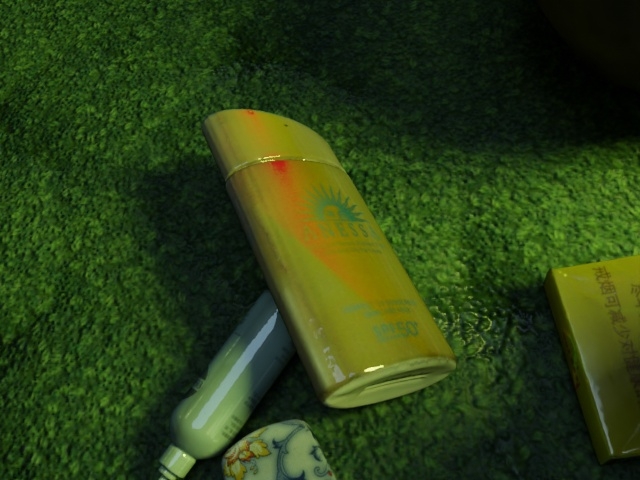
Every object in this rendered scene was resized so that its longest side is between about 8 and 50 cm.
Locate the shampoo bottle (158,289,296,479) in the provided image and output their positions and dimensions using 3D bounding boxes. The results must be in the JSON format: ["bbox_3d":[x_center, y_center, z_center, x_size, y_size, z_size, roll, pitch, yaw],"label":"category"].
[{"bbox_3d":[-0.081,0.132,0.496,0.056,0.056,0.195,28,69,23],"label":"shampoo bottle"}]

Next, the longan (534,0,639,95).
[{"bbox_3d":[0.366,-0.328,0.496,0.436,0.404,0.404,-44,59,16],"label":"longan"}]

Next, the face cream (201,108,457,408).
[{"bbox_3d":[0.000,0.000,0.524,0.139,0.067,0.285,1,49,-40],"label":"face cream"}]

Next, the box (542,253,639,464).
[{"bbox_3d":[0.332,0.072,0.460,0.278,0.041,0.153,-9,60,5],"label":"box"}]

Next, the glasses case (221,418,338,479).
[{"bbox_3d":[0.003,0.246,0.412,0.086,0.065,0.248,-24,59,-1],"label":"glasses case"}]
